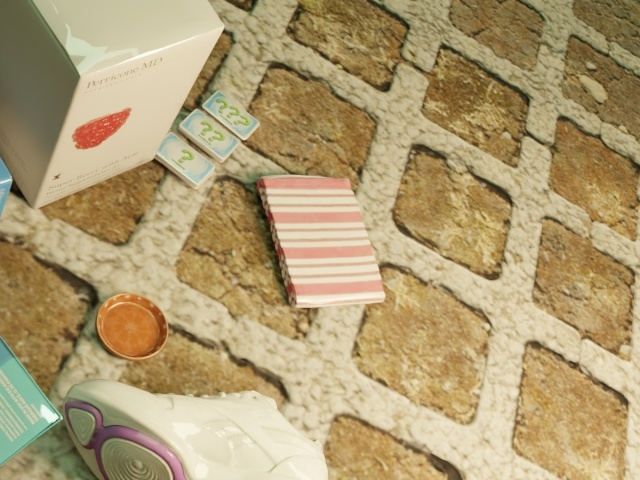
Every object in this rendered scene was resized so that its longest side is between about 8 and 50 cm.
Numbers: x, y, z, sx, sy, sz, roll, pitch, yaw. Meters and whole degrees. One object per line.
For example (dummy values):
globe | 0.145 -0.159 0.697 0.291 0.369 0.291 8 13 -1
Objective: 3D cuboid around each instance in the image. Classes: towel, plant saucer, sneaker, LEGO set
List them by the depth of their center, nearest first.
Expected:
sneaker | -0.126 0.214 1.018 0.305 0.114 0.152 29 35 -16
plant saucer | -0.214 0.099 1.089 0.083 0.013 0.083 16 53 -22
LEGO set | -0.207 -0.201 1.272 0.244 0.060 0.182 39 44 -1
towel | 0.000 0.000 1.278 0.144 0.029 0.197 -1 62 -31

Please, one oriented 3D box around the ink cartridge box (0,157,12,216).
ink cartridge box | -0.507 -0.073 0.955 0.307 0.129 0.223 -23 73 -39

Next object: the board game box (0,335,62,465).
board game box | -0.431 0.156 0.796 0.336 0.079 0.253 -40 102 -32

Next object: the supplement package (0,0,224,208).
supplement package | -0.261 -0.195 1.055 0.177 0.293 0.175 -28 81 -33
